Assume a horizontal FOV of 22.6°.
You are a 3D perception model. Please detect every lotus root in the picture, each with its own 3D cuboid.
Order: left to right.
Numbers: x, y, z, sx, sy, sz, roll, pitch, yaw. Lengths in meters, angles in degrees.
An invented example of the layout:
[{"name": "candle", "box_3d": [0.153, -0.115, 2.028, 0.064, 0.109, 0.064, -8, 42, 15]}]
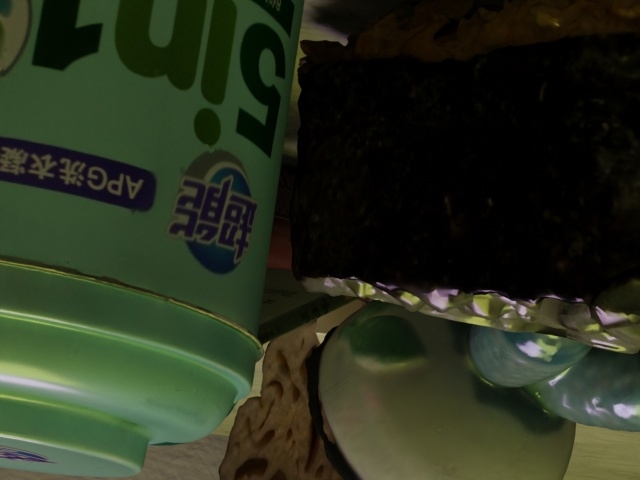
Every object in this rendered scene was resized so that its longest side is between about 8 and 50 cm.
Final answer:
[{"name": "lotus root", "box_3d": [0.027, 0.246, 1.966, 0.250, 0.316, 0.316, 11, 167, -34]}]

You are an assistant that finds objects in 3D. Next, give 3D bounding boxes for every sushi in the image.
[{"name": "sushi", "box_3d": [0.143, -0.041, 0.932, 0.348, 0.208, 0.234, 3, 178, 40]}]

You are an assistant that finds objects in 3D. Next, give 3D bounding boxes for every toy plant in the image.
[{"name": "toy plant", "box_3d": [0.170, 0.061, 1.203, 0.247, 0.247, 0.332, 17, 132, -34]}]

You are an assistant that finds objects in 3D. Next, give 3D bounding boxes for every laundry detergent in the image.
[{"name": "laundry detergent", "box_3d": [-0.161, -0.036, 0.873, 0.287, 0.305, 0.287, 7, 166, 2]}]

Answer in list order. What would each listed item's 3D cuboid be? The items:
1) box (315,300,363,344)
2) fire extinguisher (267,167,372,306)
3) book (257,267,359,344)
[{"name": "box", "box_3d": [0.108, 0.079, 1.627, 0.212, 0.095, 0.168, 6, 167, 5]}, {"name": "fire extinguisher", "box_3d": [0.000, 0.000, 1.348, 0.269, 0.105, 0.105, 16, 164, -28]}, {"name": "book", "box_3d": [-0.120, 0.057, 1.145, 0.201, 0.026, 0.289, 3, -167, 32]}]
